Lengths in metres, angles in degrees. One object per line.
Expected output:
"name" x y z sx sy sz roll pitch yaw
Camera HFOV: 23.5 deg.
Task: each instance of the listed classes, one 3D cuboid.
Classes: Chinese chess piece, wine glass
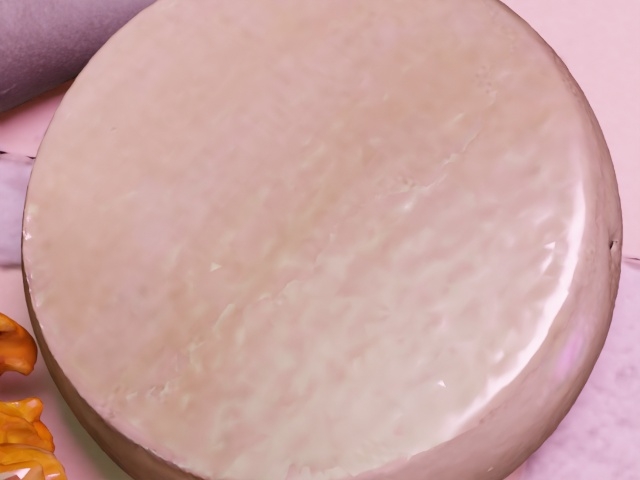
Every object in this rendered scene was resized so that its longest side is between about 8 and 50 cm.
"Chinese chess piece" 0.000 0.000 0.646 0.250 0.101 0.250 -3 69 9
"wine glass" -0.158 -0.110 0.717 0.231 0.103 0.103 -18 67 0

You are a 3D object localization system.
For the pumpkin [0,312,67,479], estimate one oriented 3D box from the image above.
"pumpkin" -0.220 0.115 0.561 0.256 0.225 0.303 -18 69 11
